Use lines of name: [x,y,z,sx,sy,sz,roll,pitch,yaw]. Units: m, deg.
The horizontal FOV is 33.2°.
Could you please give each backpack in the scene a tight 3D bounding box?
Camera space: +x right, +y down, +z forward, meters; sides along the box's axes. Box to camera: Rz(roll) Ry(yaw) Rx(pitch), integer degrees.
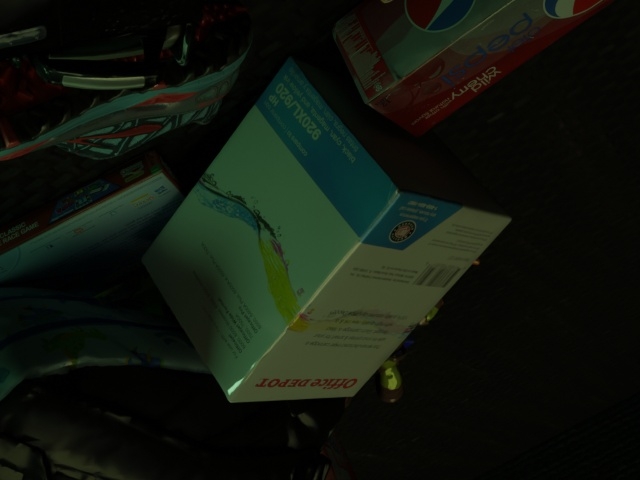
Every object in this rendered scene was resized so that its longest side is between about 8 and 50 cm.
backpack: [-0.195,0.180,0.941,0.355,0.273,0.290,11,113,-57]

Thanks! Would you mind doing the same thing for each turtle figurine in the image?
turtle figurine: [0.075,0.120,1.314,0.269,0.087,0.217,-19,142,-18]

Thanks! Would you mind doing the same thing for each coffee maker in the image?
coffee maker: [-0.164,-0.163,0.585,0.178,0.120,0.171,-15,130,-21]

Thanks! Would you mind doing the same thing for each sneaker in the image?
sneaker: [-0.171,-0.086,0.718,0.261,0.104,0.125,-15,156,-19]

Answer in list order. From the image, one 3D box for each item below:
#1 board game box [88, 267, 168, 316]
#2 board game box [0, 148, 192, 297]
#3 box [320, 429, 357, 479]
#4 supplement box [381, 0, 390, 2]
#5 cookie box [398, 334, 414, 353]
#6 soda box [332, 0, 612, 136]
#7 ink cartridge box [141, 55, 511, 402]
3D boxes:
board game box: [-0.165,0.048,1.055,0.181,0.043,0.092,-27,154,5]
board game box: [-0.239,0.020,0.954,0.281,0.027,0.145,-26,153,4]
box: [-0.047,0.275,1.302,0.142,0.300,0.154,-27,156,4]
supplement box: [0.014,-0.234,0.622,0.080,0.078,0.233,-27,155,14]
cookie box: [0.058,0.147,1.452,0.107,0.040,0.091,-39,150,27]
soda box: [0.142,-0.193,0.808,0.263,0.084,0.092,-34,153,21]
ink cartridge box: [0.000,0.000,0.910,0.171,0.168,0.233,10,126,-51]
